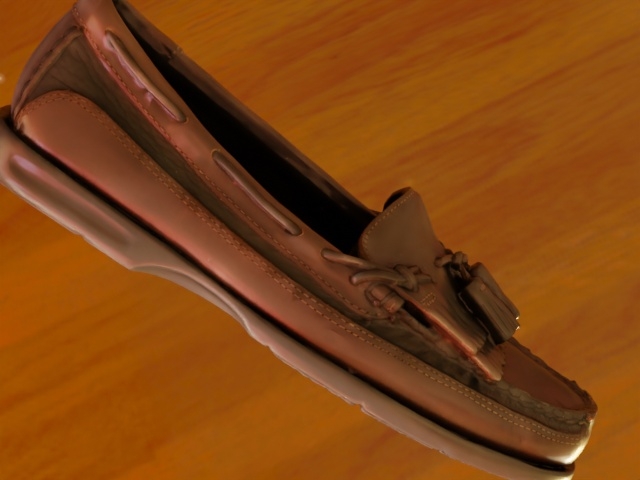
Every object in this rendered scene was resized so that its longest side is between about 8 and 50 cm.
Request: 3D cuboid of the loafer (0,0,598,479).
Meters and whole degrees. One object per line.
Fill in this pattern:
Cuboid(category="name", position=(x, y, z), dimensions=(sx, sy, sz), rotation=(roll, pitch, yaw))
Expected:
Cuboid(category="loafer", position=(0.000, 0.000, 0.498), dimensions=(0.267, 0.096, 0.084), rotation=(30, 101, -3))
